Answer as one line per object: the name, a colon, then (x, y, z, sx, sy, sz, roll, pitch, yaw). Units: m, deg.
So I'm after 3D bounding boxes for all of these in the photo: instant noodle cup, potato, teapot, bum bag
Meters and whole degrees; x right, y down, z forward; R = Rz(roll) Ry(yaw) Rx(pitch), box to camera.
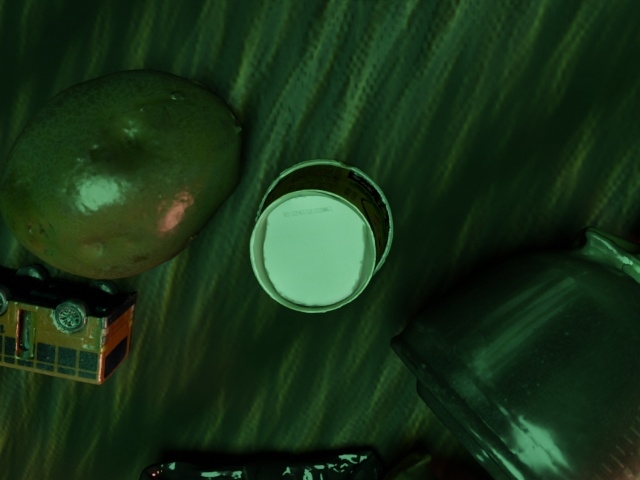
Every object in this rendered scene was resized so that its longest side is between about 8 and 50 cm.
instant noodle cup: (0.000, 0.000, 0.546, 0.152, 0.122, 0.151, 1, 103, 3)
potato: (-0.185, -0.065, 0.536, 0.235, 0.160, 0.177, -23, 126, -3)
teapot: (0.249, 0.139, 0.504, 0.239, 0.239, 0.321, -43, 91, 0)
bum bag: (-0.071, 0.323, 0.659, 0.310, 0.074, 0.136, -3, 92, 1)

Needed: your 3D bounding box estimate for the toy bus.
toy bus: (-0.311, 0.092, 0.617, 0.182, 0.091, 0.103, 11, 105, 1)

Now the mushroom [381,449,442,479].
mushroom: (0.175, 0.325, 0.526, 0.329, 0.159, 0.122, 21, 115, 42)
